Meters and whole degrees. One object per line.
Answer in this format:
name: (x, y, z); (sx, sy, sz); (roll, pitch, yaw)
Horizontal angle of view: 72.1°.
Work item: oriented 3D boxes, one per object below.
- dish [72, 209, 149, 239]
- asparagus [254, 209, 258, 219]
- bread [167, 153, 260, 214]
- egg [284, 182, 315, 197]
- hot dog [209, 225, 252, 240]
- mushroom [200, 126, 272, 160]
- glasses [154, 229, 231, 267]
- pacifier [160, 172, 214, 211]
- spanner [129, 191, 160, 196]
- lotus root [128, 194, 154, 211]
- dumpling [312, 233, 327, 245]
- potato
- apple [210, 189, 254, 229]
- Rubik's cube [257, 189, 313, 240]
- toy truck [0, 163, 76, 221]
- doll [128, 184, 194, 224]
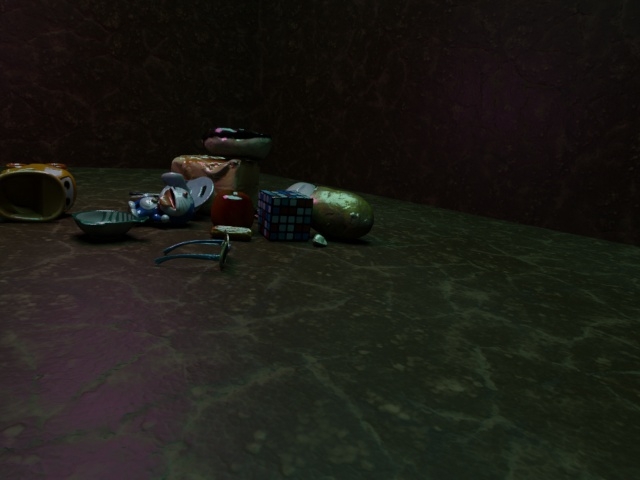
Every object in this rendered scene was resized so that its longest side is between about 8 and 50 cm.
dish: (-0.735, -0.049, 1.539); (0.245, 0.078, 0.224); (4, 14, -7)
asparagus: (-0.170, -0.114, 2.093); (0.287, 0.080, 0.080); (-5, 16, -22)
bread: (-0.532, -0.289, 2.237); (0.389, 0.280, 0.371); (9, 11, 15)
egg: (-0.100, -0.214, 2.211); (0.206, 0.162, 0.271); (-1, -14, 28)
hot dog: (-0.348, -0.029, 1.710); (0.165, 0.045, 0.071); (5, 15, -5)
mushroom: (-0.398, -0.457, 2.154); (0.344, 0.130, 0.247); (3, -11, -36)
glasses: (-0.386, 0.050, 1.380); (0.220, 0.088, 0.190); (-15, 17, -5)
pacifier: (-0.627, -0.226, 1.965); (0.278, 0.207, 0.228); (-4, 49, 16)
spanner: (-0.904, -0.252, 2.460); (0.315, 0.024, 0.087); (3, 12, -6)
lotus root: (-0.823, -0.167, 2.025); (0.112, 0.081, 0.122); (0, 12, 5)
dumpling: (0.000, 0.001, 1.760); (0.059, 0.043, 0.077); (21, -5, -8)
potato: (0.101, -0.107, 1.900); (0.265, 0.229, 0.229); (9, 13, 25)
apple: (-0.359, -0.115, 1.812); (0.180, 0.169, 0.181); (11, 14, -3)
Rubik's cube: (-0.150, -0.105, 1.826); (0.184, 0.187, 0.182); (-3, 16, -25)
toy truck: (-1.092, -0.187, 1.687); (0.287, 0.205, 0.211); (-4, 19, -37)
doll: (-0.650, -0.140, 1.803); (0.256, 0.161, 0.215); (-13, 49, -25)
